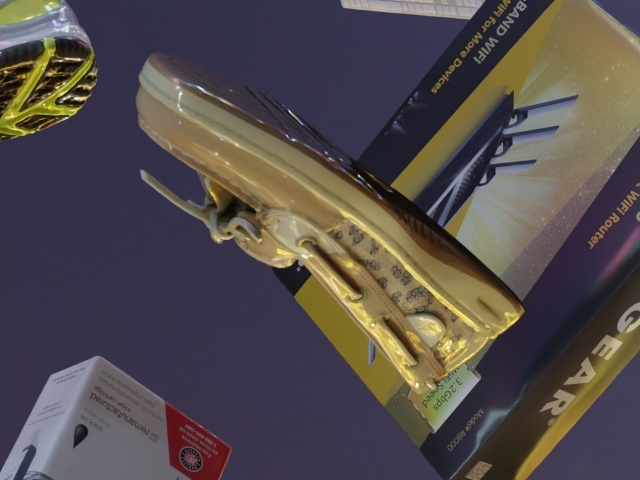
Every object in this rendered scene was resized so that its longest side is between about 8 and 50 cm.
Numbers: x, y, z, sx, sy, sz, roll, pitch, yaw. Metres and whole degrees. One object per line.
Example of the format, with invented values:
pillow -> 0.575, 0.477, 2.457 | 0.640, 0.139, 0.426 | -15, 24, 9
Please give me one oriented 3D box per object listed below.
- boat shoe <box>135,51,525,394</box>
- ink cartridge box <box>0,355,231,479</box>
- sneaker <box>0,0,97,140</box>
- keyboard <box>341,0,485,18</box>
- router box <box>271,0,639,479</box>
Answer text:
boat shoe -> 0.000, 0.000, 0.833 | 0.285, 0.104, 0.089 | 35, -81, -33
ink cartridge box -> -0.241, 0.293, 1.609 | 0.197, 0.114, 0.273 | 38, -126, -22
sneaker -> -0.415, -0.152, 1.476 | 0.384, 0.145, 0.147 | -15, -126, -12
keyboard -> 0.111, -0.325, 1.956 | 0.014, 0.256, 0.072 | -31, -60, -36
router box -> 0.137, -0.013, 1.072 | 0.309, 0.243, 0.081 | -52, -40, 12
